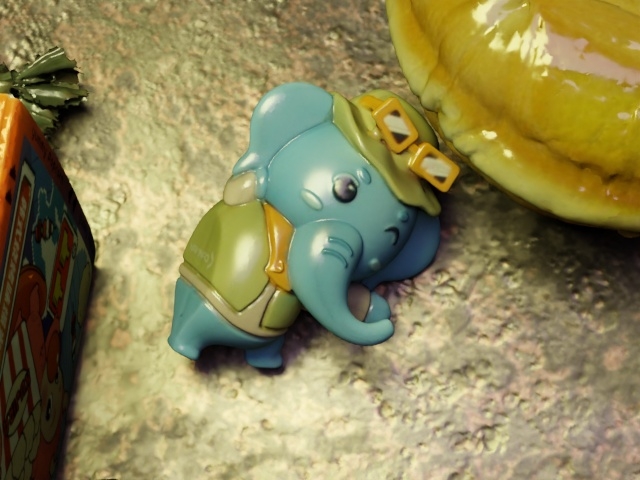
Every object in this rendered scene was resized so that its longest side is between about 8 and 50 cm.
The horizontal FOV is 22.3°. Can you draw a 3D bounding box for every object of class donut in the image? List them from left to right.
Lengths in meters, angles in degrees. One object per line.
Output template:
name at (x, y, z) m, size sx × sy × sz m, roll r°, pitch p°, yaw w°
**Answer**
donut at (0.265, -0.196, 1.280) m, size 0.449 × 0.198 × 0.448 m, roll 3°, pitch 61°, yaw -5°

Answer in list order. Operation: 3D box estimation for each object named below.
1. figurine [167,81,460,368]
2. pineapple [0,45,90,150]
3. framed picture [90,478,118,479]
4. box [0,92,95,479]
figurine at (-0.002, -0.001, 1.295) m, size 0.180 × 0.154 × 0.262 m, roll 30°, pitch 93°, yaw 3°
pineapple at (-0.378, -0.133, 1.351) m, size 0.361 × 0.175 × 0.175 m, roll 22°, pitch 74°, yaw -6°
framed picture at (-0.305, 0.325, 1.258) m, size 0.324 × 0.013 × 0.244 m, roll -8°, pitch 72°, yaw 0°
box at (-0.325, 0.105, 1.165) m, size 0.257 × 0.318 × 0.348 m, roll 6°, pitch 67°, yaw 4°
